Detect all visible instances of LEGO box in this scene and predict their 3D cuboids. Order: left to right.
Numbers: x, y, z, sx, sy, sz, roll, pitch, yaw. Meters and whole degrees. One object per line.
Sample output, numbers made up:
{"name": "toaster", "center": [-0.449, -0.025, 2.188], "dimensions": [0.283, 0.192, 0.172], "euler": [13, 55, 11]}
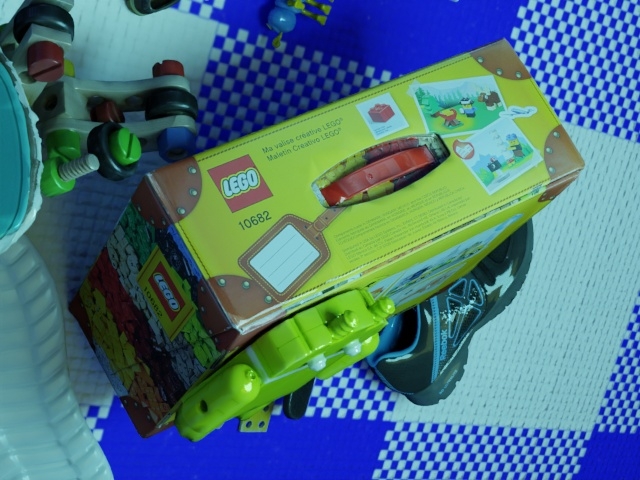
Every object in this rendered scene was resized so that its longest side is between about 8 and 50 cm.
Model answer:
{"name": "LEGO box", "center": [0.000, 0.000, 1.631], "dimensions": [0.500, 0.372, 0.193], "euler": [-24, 77, -31]}

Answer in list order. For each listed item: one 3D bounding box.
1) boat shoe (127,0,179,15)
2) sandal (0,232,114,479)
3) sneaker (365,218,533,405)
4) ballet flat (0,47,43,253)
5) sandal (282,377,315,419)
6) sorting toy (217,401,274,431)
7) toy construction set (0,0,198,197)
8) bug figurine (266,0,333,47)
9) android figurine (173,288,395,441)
{"name": "boat shoe", "center": [-0.154, -0.310, 1.608], "dimensions": [0.152, 0.049, 0.056], "euler": [-47, 131, -15]}
{"name": "sandal", "center": [-0.362, 0.161, 1.593], "dimensions": [0.169, 0.102, 0.416], "euler": [-20, 106, -17]}
{"name": "sneaker", "center": [0.189, 0.070, 1.997], "dimensions": [0.139, 0.125, 0.341], "euler": [31, 84, -38]}
{"name": "ballet flat", "center": [-0.362, -0.154, 1.314], "dimensions": [0.147, 0.147, 0.409], "euler": [-11, 72, -37]}
{"name": "sandal", "center": [-0.026, 0.154, 1.899], "dimensions": [0.067, 0.040, 0.179], "euler": [30, 74, -54]}
{"name": "sorting toy", "center": [-0.127, 0.176, 1.828], "dimensions": [0.274, 0.046, 0.132], "euler": [39, 81, -42]}
{"name": "toy construction set", "center": [-0.298, -0.175, 1.450], "dimensions": [0.257, 0.237, 0.309], "euler": [-8, 79, -62]}
{"name": "bug figurine", "center": [-0.056, -0.354, 1.624], "dimensions": [0.279, 0.072, 0.216], "euler": [22, 92, -64]}
{"name": "android figurine", "center": [-0.034, 0.131, 1.477], "dimensions": [0.248, 0.273, 0.056], "euler": [-15, 73, -53]}
